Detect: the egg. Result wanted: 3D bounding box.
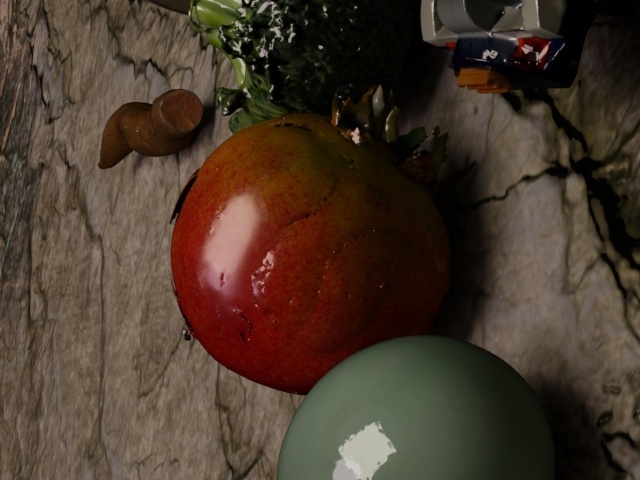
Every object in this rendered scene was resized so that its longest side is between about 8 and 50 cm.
[{"bbox_3d":[0.058,0.150,1.156,0.231,0.168,0.168,136,137,-61],"label":"egg"}]

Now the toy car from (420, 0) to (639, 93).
[{"bbox_3d":[0.147,-0.233,1.095,0.193,0.118,0.301,11,81,66],"label":"toy car"}]

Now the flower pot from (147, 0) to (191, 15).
[{"bbox_3d":[-0.108,-0.375,1.589,0.244,0.307,0.307,-47,39,31],"label":"flower pot"}]

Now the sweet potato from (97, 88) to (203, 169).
[{"bbox_3d":[-0.190,-0.122,1.962,0.281,0.059,0.067,178,79,-68],"label":"sweet potato"}]

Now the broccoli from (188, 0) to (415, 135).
[{"bbox_3d":[-0.016,-0.174,1.391,0.176,0.226,0.198,-15,37,41],"label":"broccoli"}]

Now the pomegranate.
[{"bbox_3d":[0.000,0.000,1.306,0.235,0.210,0.210,-53,27,1],"label":"pomegranate"}]
